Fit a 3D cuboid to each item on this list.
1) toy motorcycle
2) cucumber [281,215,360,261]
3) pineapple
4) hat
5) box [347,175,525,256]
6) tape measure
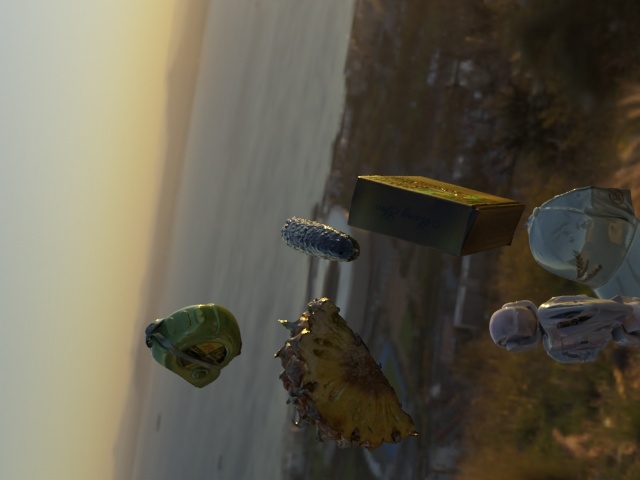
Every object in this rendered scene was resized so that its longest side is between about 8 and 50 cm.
[{"bbox_3d":[0.377,0.119,1.528,0.112,0.254,0.112,178,90,-90],"label":"toy motorcycle"},{"bbox_3d":[0.000,0.000,1.928,0.293,0.067,0.068,-163,81,-67],"label":"cucumber"},{"bbox_3d":[0.014,0.199,1.355,0.135,0.233,0.079,-39,7,-27],"label":"pineapple"},{"bbox_3d":[0.564,0.051,2.182,0.301,0.168,0.258,65,149,21],"label":"hat"},{"bbox_3d":[0.154,-0.035,1.338,0.240,0.159,0.071,-8,-65,-66],"label":"box"},{"bbox_3d":[-0.213,0.174,1.806,0.177,0.154,0.087,40,-154,-51],"label":"tape measure"}]
